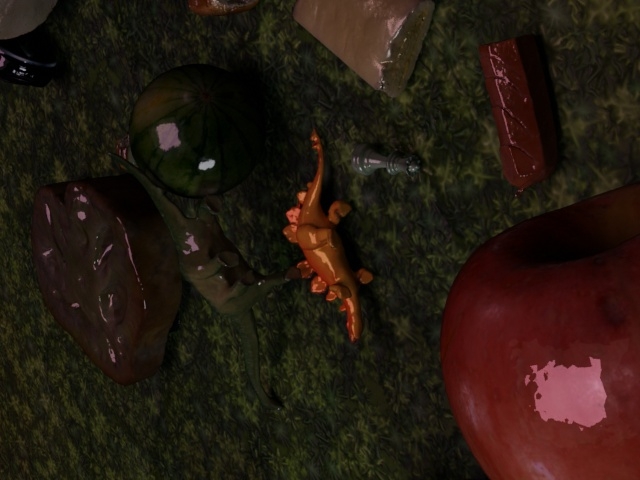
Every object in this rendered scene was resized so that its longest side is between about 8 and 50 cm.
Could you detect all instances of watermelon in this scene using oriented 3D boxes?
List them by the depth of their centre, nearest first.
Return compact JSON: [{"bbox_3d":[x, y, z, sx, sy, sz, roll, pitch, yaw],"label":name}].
[{"bbox_3d":[-0.171,-0.146,1.621,0.188,0.188,0.215,60,159,13],"label":"watermelon"}]

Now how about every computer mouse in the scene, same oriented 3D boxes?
[{"bbox_3d":[-0.548,-0.324,2.045,0.233,0.137,0.096,13,94,49],"label":"computer mouse"}]

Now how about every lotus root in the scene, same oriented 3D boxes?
[{"bbox_3d":[-0.366,0.063,2.004,0.390,0.111,0.375,-21,90,52],"label":"lotus root"}]

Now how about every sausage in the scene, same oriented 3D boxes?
[{"bbox_3d":[0.215,-0.133,1.254,0.065,0.065,0.169,-4,103,51],"label":"sausage"}]

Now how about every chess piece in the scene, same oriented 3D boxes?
[{"bbox_3d":[0.086,-0.096,1.449,0.093,0.042,0.042,13,115,40],"label":"chess piece"}]

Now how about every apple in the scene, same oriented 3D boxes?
[{"bbox_3d":[0.300,0.122,1.032,0.364,0.364,0.364,23,122,43],"label":"apple"}]

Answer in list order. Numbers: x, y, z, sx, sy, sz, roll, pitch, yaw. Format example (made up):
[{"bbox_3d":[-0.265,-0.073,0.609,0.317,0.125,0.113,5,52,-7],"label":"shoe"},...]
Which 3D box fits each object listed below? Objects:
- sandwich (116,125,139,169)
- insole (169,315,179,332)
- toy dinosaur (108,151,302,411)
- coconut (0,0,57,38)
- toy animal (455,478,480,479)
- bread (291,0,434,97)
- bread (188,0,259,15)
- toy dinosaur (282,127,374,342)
[{"bbox_3d":[-0.268,-0.154,1.796,0.036,0.105,0.093,17,121,45],"label":"sandwich"},{"bbox_3d":[-0.294,0.144,2.030,0.188,0.004,0.064,-17,92,52],"label":"insole"},{"bbox_3d":[-0.158,0.061,1.666,0.447,0.087,0.301,45,150,-6],"label":"toy dinosaur"},{"bbox_3d":[-0.539,-0.448,1.899,0.244,0.239,0.239,24,122,49],"label":"coconut"},{"bbox_3d":[0.135,0.404,1.443,0.221,0.229,0.210,-21,94,50],"label":"toy animal"},{"bbox_3d":[0.047,-0.274,1.400,0.178,0.060,0.139,44,135,30],"label":"bread"},{"bbox_3d":[-0.129,-0.337,1.568,0.070,0.083,0.077,25,120,53],"label":"bread"},{"bbox_3d":[0.000,0.000,1.570,0.117,0.070,0.288,-22,83,52],"label":"toy dinosaur"}]
